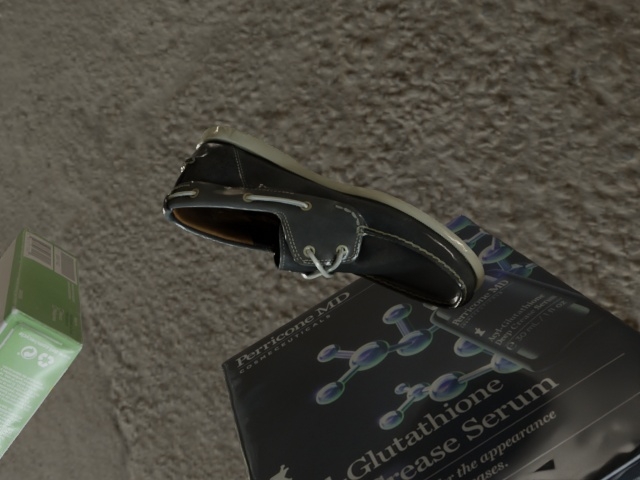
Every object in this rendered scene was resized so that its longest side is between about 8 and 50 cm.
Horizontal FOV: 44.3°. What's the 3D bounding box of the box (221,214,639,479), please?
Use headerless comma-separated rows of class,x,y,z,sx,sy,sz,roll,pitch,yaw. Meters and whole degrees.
box,0.114,0.184,0.643,0.212,0.294,0.395,59,177,-21

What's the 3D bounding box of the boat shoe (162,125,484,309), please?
boat shoe,0.000,0.000,0.562,0.233,0.079,0.084,24,146,9

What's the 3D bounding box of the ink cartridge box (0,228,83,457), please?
ink cartridge box,-0.260,0.117,0.554,0.235,0.056,0.171,-53,26,4
